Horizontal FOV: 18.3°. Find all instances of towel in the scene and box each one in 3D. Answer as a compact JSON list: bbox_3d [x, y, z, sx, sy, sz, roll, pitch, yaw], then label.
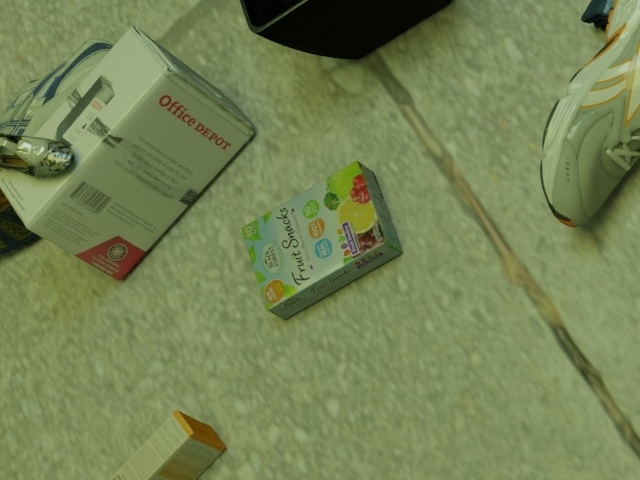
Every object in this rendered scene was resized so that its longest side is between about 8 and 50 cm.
[{"bbox_3d":[0.290,-0.250,1.852,0.029,0.067,0.119,32,85,-7],"label":"towel"}]

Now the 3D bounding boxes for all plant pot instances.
[{"bbox_3d":[0.025,-0.286,1.966,0.188,0.167,0.187,-30,57,18],"label":"plant pot"}]

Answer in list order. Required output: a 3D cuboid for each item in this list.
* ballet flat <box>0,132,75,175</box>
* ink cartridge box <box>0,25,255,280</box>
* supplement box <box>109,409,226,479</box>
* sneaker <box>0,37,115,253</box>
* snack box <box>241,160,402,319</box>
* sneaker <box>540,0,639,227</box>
[{"bbox_3d":[-0.293,-0.087,1.963,0.114,0.041,0.041,7,74,40],"label":"ballet flat"},{"bbox_3d":[-0.197,-0.088,2.028,0.218,0.158,0.092,-46,51,8],"label":"ink cartridge box"},{"bbox_3d":[-0.148,0.216,1.931,0.098,0.062,0.036,-46,55,7],"label":"supplement box"},{"bbox_3d":[-0.310,-0.098,2.155,0.296,0.112,0.131,-36,38,13],"label":"sneaker"},{"bbox_3d":[0.000,0.000,1.942,0.141,0.037,0.100,-30,56,19],"label":"snack box"},{"bbox_3d":[0.293,-0.125,1.778,0.121,0.099,0.262,24,85,32],"label":"sneaker"}]
